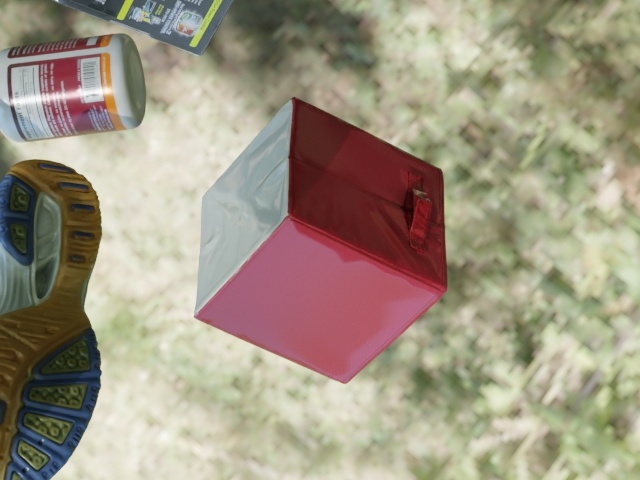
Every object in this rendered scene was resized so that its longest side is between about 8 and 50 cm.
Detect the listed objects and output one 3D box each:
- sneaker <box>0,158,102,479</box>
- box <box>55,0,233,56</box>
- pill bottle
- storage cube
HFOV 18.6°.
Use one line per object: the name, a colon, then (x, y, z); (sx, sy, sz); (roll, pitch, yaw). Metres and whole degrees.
sneaker: (-0.238, 0.086, 1.555); (0.112, 0.296, 0.131); (19, 147, -17)
box: (-0.142, -0.278, 1.529); (0.216, 0.060, 0.270); (19, 143, -14)
pill bottle: (-0.235, -0.131, 1.715); (0.152, 0.086, 0.086); (-6, 133, 9)
storage cube: (0.000, 0.000, 2.037); (0.193, 0.183, 0.215); (25, 132, -23)
